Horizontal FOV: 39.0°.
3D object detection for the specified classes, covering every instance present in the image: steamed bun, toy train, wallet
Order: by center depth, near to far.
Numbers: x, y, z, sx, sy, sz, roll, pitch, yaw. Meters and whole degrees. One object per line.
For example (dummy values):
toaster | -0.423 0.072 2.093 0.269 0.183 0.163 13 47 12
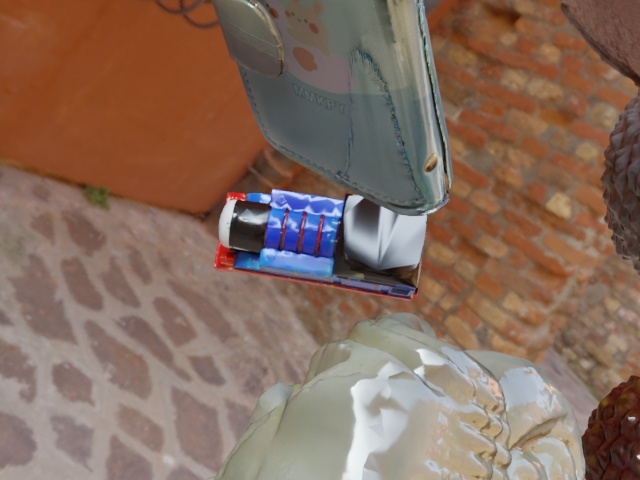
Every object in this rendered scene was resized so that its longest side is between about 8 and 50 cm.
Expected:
steamed bun | 0.021 0.145 0.431 0.144 0.218 0.211 1 -24 41
wallet | 0.003 -0.142 0.613 0.176 0.075 0.250 30 -28 35
toy train | 0.000 0.000 0.868 0.204 0.083 0.131 9 -10 3

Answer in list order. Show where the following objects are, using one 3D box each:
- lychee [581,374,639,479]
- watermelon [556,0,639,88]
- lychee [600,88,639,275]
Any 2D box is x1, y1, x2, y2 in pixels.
lychee | 0.290 0.204 0.621 0.236 0.236 0.271 21 65 -48
watermelon | 0.290 -0.257 0.749 0.222 0.319 0.292 -8 46 -45
lychee | 0.550 -0.076 1.118 0.432 0.380 0.380 41 15 -27
